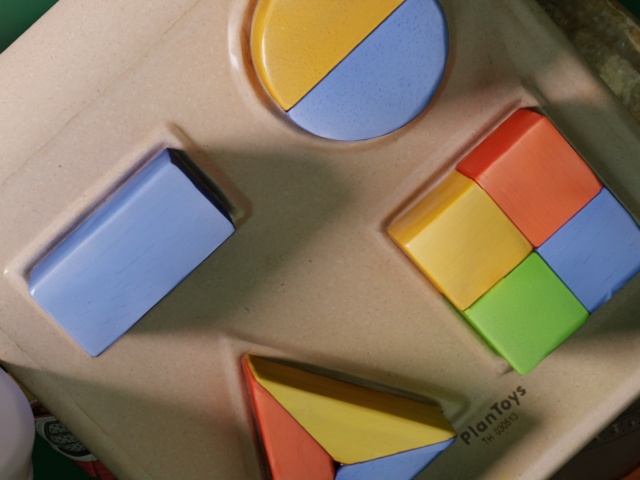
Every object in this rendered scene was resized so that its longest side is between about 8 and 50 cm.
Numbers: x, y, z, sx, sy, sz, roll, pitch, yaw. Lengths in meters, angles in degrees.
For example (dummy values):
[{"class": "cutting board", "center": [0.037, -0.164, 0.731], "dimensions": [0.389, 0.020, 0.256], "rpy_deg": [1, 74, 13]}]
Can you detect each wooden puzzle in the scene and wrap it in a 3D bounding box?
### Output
[{"class": "wooden puzzle", "center": [0.000, 0.000, 0.828], "dimensions": [0.322, 0.080, 0.348], "rpy_deg": [-42, 99, 2]}]

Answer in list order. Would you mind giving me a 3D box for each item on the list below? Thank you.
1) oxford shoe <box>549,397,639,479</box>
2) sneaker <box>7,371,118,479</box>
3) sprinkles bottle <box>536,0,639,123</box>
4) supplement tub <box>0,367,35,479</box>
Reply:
[{"class": "oxford shoe", "center": [0.178, 0.060, 1.023], "dimensions": [0.363, 0.130, 0.133], "rpy_deg": [-29, 121, -31]}, {"class": "sneaker", "center": [-0.077, 0.027, 0.899], "dimensions": [0.225, 0.088, 0.092], "rpy_deg": [-49, 123, 2]}, {"class": "sprinkles bottle", "center": [0.058, 0.016, 0.942], "dimensions": [0.121, 0.121, 0.355], "rpy_deg": [35, 97, -37]}, {"class": "supplement tub", "center": [-0.260, 0.213, 0.816], "dimensions": [0.228, 0.228, 0.316], "rpy_deg": [2, 115, -29]}]
